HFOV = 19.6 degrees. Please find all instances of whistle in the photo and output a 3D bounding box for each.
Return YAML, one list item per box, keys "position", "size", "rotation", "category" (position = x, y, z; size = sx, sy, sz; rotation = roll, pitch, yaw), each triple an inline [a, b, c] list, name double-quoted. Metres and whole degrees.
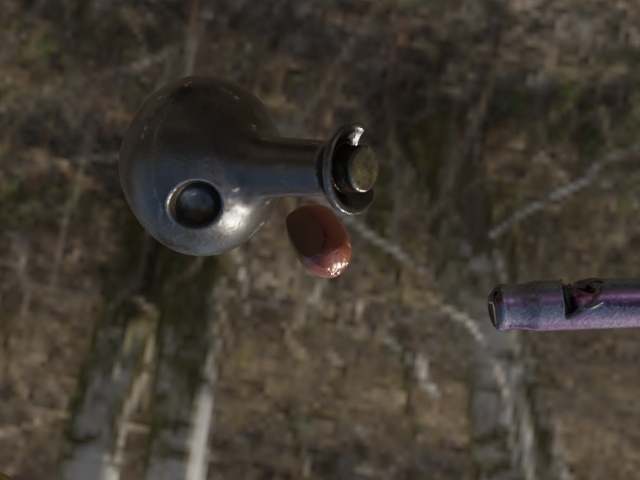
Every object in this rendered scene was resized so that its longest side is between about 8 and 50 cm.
- position: [0.191, 0.039, 1.147]
  size: [0.176, 0.033, 0.033]
  rotation: [-2, 166, -7]
  category: "whistle"

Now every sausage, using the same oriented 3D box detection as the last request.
- position: [0.000, 0.000, 1.964]
  size: [0.059, 0.094, 0.054]
  rotation: [-42, 137, 13]
  category: "sausage"

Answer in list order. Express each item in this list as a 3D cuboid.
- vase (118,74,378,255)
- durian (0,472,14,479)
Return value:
- position: [-0.043, -0.048, 1.200]
  size: [0.183, 0.120, 0.120]
  rotation: [2, 164, 38]
  category: "vase"
- position: [-0.244, 0.322, 1.550]
  size: [0.186, 0.260, 0.154]
  rotation: [-29, 175, -3]
  category: "durian"
